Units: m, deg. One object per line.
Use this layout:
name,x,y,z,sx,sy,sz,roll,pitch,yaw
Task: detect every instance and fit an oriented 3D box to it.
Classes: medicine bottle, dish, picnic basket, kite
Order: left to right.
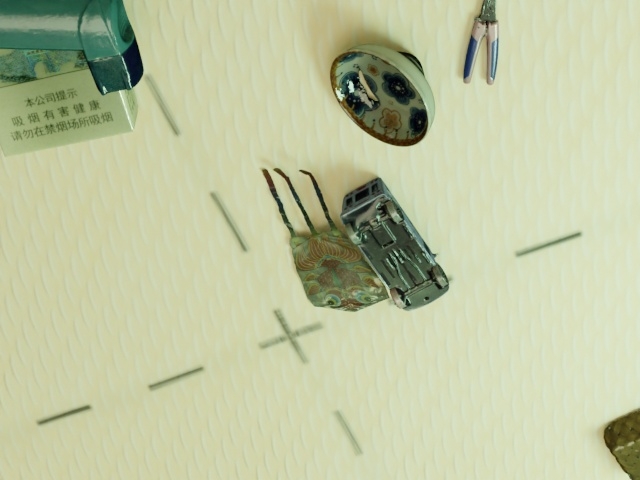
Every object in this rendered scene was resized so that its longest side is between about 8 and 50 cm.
medicine bottle,-0.323,-0.234,1.727,0.258,0.079,0.124,4,125,-2
kite,0.001,-0.002,1.980,0.127,0.016,0.229,-6,123,31
dish,0.089,-0.188,1.846,0.141,0.078,0.141,28,147,21
picnic basket,0.490,0.269,2.146,0.193,0.055,0.110,-25,120,19

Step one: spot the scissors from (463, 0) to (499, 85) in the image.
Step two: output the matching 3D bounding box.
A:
scissors,0.191,-0.233,1.841,0.039,0.012,0.113,3,124,-1

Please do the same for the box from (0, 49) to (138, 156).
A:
box,-0.326,-0.232,1.818,0.164,0.069,0.256,-11,123,8

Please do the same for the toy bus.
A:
toy bus,0.095,0.006,1.965,0.073,0.076,0.167,-28,117,14
